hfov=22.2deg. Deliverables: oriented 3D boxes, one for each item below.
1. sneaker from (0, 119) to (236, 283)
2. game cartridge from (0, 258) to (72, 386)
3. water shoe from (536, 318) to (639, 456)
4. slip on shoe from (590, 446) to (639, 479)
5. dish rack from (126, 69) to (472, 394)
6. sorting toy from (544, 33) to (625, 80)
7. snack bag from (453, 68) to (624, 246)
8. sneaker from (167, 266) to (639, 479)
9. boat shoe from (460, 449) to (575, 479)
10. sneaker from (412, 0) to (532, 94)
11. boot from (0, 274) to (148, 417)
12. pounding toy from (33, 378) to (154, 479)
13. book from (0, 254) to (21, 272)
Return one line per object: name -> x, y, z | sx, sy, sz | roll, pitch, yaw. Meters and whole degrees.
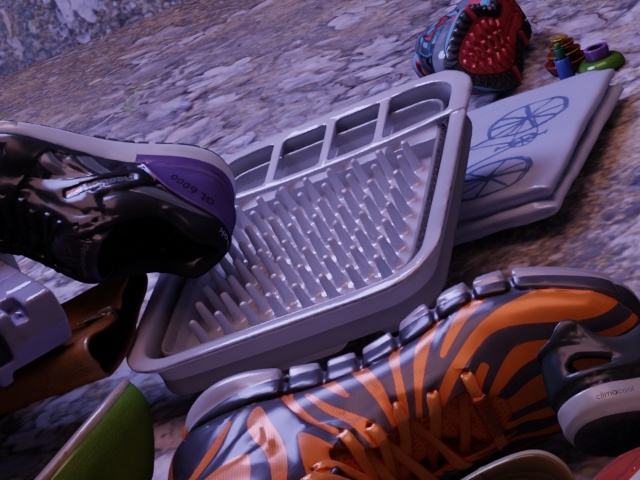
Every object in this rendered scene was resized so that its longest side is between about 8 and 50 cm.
sneaker -> -0.211, -0.024, 1.327 | 0.283, 0.107, 0.124 | 0, 33, -1
game cartridge -> -0.389, 0.123, 1.280 | 0.355, 0.068, 0.230 | -31, 19, -20
water shoe -> 0.221, 0.062, 0.922 | 0.203, 0.080, 0.073 | -8, -32, -22
slip on shoe -> 0.143, 0.171, 0.778 | 0.331, 0.123, 0.101 | -38, -8, -28
dish rack -> 0.000, 0.000, 1.357 | 0.285, 0.072, 0.333 | -19, 27, 23
sorting toy -> 0.274, -0.200, 1.741 | 0.061, 0.042, 0.102 | -33, 21, -29
snack bag -> 0.100, -0.054, 1.541 | 0.342, 0.037, 0.323 | -16, 18, 26
sneaker -> 0.052, 0.135, 0.973 | 0.321, 0.124, 0.180 | -24, 24, 17
boat shoe -> 0.079, 0.160, 0.873 | 0.153, 0.056, 0.048 | -51, -3, 26
sneaker -> 0.162, -0.206, 1.843 | 0.125, 0.104, 0.262 | -33, 8, 26
boot -> -0.273, 0.082, 1.390 | 0.280, 0.096, 0.264 | -30, 16, 18
pounding toy -> -0.154, 0.202, 1.051 | 0.183, 0.110, 0.237 | -51, 3, -35
book -> -0.347, 0.079, 1.574 | 0.144, 0.096, 0.035 | -28, 19, -15
